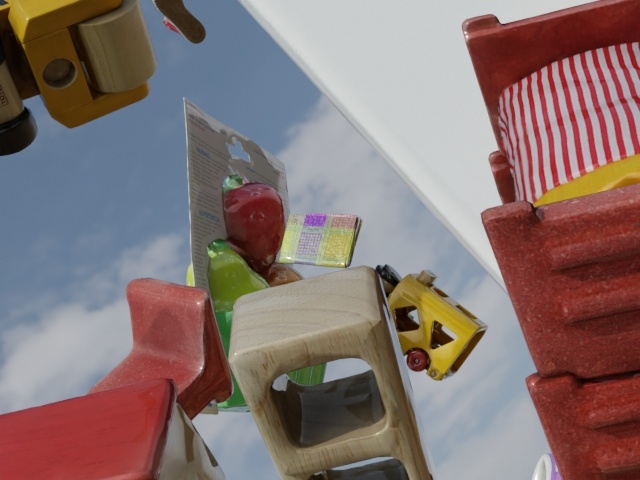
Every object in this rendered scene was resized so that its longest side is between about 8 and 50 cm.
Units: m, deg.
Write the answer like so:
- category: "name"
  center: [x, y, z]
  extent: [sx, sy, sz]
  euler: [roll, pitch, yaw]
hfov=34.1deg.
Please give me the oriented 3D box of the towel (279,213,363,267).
- category: "towel"
  center: [0.000, 0.000, 1.083]
  extent: [0.009, 0.083, 0.060]
  euler: [49, -131, -56]

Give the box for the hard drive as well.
- category: "hard drive"
  center: [0.117, -0.144, 0.684]
  extent: [0.233, 0.353, 0.047]
  euler: [-41, -16, -1]

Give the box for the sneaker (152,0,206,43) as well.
- category: "sneaker"
  center: [-0.216, -0.336, 1.500]
  extent: [0.042, 0.067, 0.118]
  euler: [-41, -55, -6]

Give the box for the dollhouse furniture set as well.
- category: "dollhouse furniture set"
  center: [0.017, 0.022, 0.476]
  extent: [0.374, 0.201, 0.152]
  euler: [-13, -61, 10]

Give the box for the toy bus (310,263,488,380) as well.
- category: "toy bus"
  center: [0.115, 0.087, 1.330]
  extent: [0.202, 0.191, 0.104]
  euler: [29, -78, -28]

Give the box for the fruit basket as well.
- category: "fruit basket"
  center: [-0.100, 0.038, 1.281]
  extent: [0.165, 0.353, 0.327]
  euler: [-14, -13, 16]

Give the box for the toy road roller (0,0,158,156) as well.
- category: "toy road roller"
  center: [-0.441, -0.307, 1.611]
  extent: [0.329, 0.240, 0.202]
  euler: [-23, -43, -12]

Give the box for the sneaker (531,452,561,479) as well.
- category: "sneaker"
  center: [0.255, 0.314, 0.912]
  extent: [0.161, 0.282, 0.102]
  euler: [4, -42, -14]
